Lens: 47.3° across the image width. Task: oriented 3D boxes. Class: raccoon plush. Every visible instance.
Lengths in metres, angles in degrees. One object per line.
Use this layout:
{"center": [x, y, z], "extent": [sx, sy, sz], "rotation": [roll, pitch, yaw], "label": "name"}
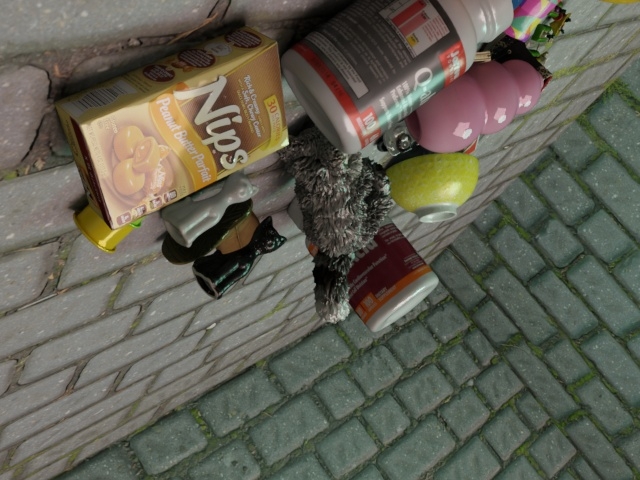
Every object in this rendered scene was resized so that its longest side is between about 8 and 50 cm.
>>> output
{"center": [0.028, -0.042, 1.587], "extent": [0.216, 0.446, 0.299], "rotation": [-7, 174, 19], "label": "raccoon plush"}

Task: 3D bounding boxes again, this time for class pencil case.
{"center": [0.466, -0.530, 1.531], "extent": [0.104, 0.104, 0.236], "rotation": [-22, 159, -47], "label": "pencil case"}

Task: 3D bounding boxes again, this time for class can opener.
{"center": [0.277, -0.307, 1.949], "extent": [0.283, 0.076, 0.095], "rotation": [-26, -165, -20], "label": "can opener"}

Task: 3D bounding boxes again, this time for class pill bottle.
{"center": [0.102, 0.021, 1.899], "extent": [0.224, 0.392, 0.224], "rotation": [-35, 165, -11], "label": "pill bottle"}
{"center": [0.131, -0.330, 1.246], "extent": [0.363, 0.210, 0.210], "rotation": [-37, 166, -3], "label": "pill bottle"}

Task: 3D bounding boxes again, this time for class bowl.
{"center": [0.340, -0.143, 2.199], "extent": [0.290, 0.156, 0.289], "rotation": [-6, 168, -1], "label": "bowl"}

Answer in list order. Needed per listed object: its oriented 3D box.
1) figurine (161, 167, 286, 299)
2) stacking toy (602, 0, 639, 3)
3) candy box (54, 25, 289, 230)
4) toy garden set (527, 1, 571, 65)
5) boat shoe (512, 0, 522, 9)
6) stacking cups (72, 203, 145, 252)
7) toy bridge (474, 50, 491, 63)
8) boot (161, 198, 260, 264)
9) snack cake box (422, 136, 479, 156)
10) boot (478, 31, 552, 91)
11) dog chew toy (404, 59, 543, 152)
{"center": [-0.188, -0.024, 1.500], "extent": [0.209, 0.214, 0.092], "rotation": [-37, -153, -24], "label": "figurine"}
{"center": [0.413, -0.446, 1.012], "extent": [0.351, 0.480, 0.350], "rotation": [-35, 166, -10], "label": "stacking toy"}
{"center": [-0.202, -0.169, 1.069], "extent": [0.316, 0.087, 0.183], "rotation": [-30, 137, -26], "label": "candy box"}
{"center": [0.593, -0.509, 1.937], "extent": [0.204, 0.049, 0.244], "rotation": [-26, 141, -60], "label": "toy garden set"}
{"center": [0.404, -0.562, 1.441], "extent": [0.109, 0.089, 0.258], "rotation": [-3, 150, -44], "label": "boat shoe"}
{"center": [-0.268, -0.118, 1.225], "extent": [0.316, 0.096, 0.096], "rotation": [-43, 165, 4], "label": "stacking cups"}
{"center": [0.288, -0.396, 1.607], "extent": [0.188, 0.026, 0.063], "rotation": [-10, -172, -13], "label": "toy bridge"}
{"center": [-0.233, 0.006, 1.672], "extent": [0.236, 0.089, 0.269], "rotation": [-34, 167, -11], "label": "boot"}
{"center": [0.395, -0.305, 2.201], "extent": [0.152, 0.089, 0.264], "rotation": [-38, 166, -2], "label": "snack cake box"}
{"center": [0.466, -0.409, 1.860], "extent": [0.085, 0.178, 0.236], "rotation": [-27, 163, -34], "label": "boot"}
{"center": [0.366, -0.331, 1.716], "extent": [0.332, 0.206, 0.206], "rotation": [-18, 162, -8], "label": "dog chew toy"}
